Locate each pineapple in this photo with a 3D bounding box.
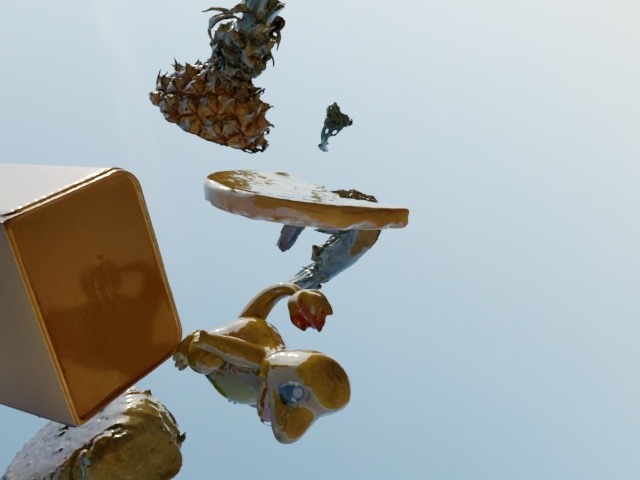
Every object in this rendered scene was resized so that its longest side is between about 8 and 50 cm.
[{"bbox_3d":[-0.158,-0.337,1.728,0.262,0.272,0.262,24,-160,-9],"label":"pineapple"}]

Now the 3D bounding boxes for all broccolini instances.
[{"bbox_3d":[0.010,-0.192,1.700,0.054,0.194,0.052,41,-110,1],"label":"broccolini"}]

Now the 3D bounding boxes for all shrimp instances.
[{"bbox_3d":[0.000,0.001,1.600,0.173,0.253,0.058,31,-147,-33],"label":"shrimp"}]

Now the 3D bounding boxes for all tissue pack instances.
[{"bbox_3d":[-0.283,0.035,0.861,0.145,0.274,0.195,-32,-61,-44],"label":"tissue pack"}]

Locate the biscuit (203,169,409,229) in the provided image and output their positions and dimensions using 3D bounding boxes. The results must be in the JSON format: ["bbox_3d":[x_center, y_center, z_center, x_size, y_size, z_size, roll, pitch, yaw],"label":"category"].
[{"bbox_3d":[-0.046,-0.052,1.217,0.204,0.309,0.040,0,-78,-34],"label":"biscuit"}]

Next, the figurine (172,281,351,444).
[{"bbox_3d":[-0.030,0.093,0.768,0.121,0.176,0.122,43,-104,-33],"label":"figurine"}]

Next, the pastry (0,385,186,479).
[{"bbox_3d":[-0.242,0.230,0.971,0.182,0.192,0.093,-40,-69,-30],"label":"pastry"}]
